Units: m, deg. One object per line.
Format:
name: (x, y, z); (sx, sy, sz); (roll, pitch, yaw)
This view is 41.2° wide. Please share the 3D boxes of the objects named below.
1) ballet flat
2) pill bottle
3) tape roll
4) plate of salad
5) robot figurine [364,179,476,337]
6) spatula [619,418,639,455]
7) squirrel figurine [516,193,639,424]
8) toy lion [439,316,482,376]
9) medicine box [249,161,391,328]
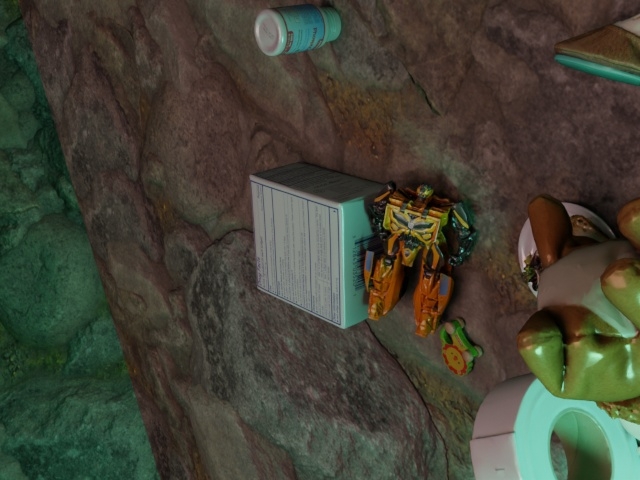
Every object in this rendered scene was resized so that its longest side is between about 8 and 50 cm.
ballet flat: (0.478, -0.241, 1.124); (0.342, 0.116, 0.124); (33, 108, 38)
pill bottle: (-0.040, -0.405, 1.624); (0.087, 0.160, 0.087); (24, 123, 43)
tape roll: (0.375, 0.345, 1.343); (0.100, 0.286, 0.286); (-29, 83, 52)
plate of salad: (0.397, 0.037, 1.376); (0.200, 0.048, 0.200); (24, 123, 42)
robot figurine: (0.173, 0.030, 1.583); (0.211, 0.085, 0.291); (17, 123, 21)
spatula: (0.570, 0.347, 1.256); (0.242, 0.019, 0.168); (12, 139, 53)
squirrel figurine: (0.506, 0.106, 1.141); (0.370, 0.281, 0.397); (-17, 123, 33)
toy lion: (0.260, 0.209, 1.633); (0.100, 0.034, 0.096); (59, 148, 14)
medicine box: (0.000, 0.000, 1.758); (0.289, 0.149, 0.263); (21, 121, 45)
